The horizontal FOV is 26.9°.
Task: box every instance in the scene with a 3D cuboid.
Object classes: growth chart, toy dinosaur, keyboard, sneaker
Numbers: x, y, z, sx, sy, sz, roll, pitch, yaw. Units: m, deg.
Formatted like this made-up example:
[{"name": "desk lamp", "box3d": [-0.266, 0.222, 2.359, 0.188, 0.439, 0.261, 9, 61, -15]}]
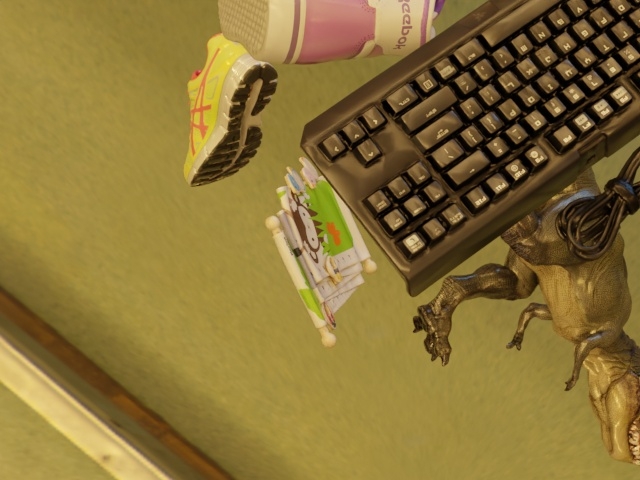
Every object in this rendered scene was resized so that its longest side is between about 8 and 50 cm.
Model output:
[{"name": "growth chart", "box3d": [0.000, 0.000, 1.462, 0.021, 0.237, 0.172, -23, 101, 22]}, {"name": "toy dinosaur", "box3d": [0.103, 0.001, 0.659, 0.118, 0.064, 0.268, -19, 116, -13]}, {"name": "keyboard", "box3d": [0.092, -0.050, 0.518, 0.180, 0.023, 0.108, -35, 81, -11]}, {"name": "sneaker", "box3d": [0.008, -0.194, 1.033, 0.161, 0.282, 0.102, -3, 117, -14]}, {"name": "sneaker", "box3d": [-0.115, -0.148, 1.516, 0.081, 0.208, 0.094, -19, 59, -40]}]
